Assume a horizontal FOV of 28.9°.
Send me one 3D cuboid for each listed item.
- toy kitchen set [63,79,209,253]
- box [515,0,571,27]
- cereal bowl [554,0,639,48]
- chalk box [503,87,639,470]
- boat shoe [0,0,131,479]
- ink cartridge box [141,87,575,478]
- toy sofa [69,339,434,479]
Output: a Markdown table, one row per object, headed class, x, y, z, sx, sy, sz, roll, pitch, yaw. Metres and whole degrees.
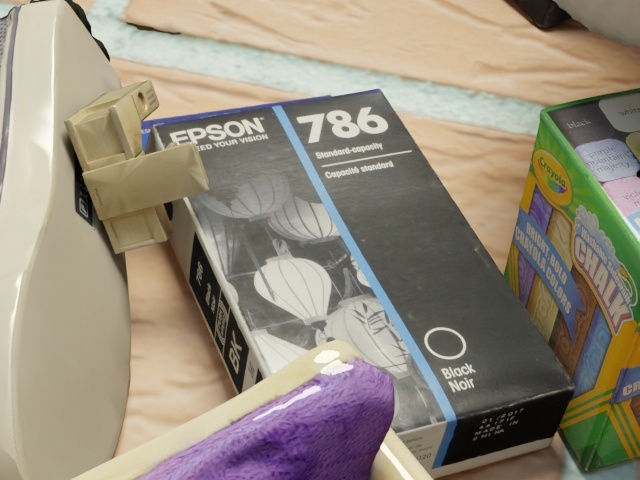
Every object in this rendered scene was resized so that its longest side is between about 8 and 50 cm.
| class | x | y | z | sx | sy | sz | roll | pitch | yaw |
| --- | --- | --- | --- | --- | --- | --- | --- | --- | --- |
| toy kitchen set | -0.095 | -0.049 | 0.734 | 0.068 | 0.083 | 0.075 | -14 | 17 | 13 |
| box | 0.199 | -0.520 | 0.960 | 0.297 | 0.472 | 0.480 | -23 | 59 | -23 |
| cereal bowl | 0.275 | -0.192 | 0.671 | 0.339 | 0.141 | 0.339 | -20 | 24 | 9 |
| chalk box | 0.193 | 0.001 | 0.675 | 0.132 | 0.213 | 0.132 | -12 | 49 | -14 |
| boat shoe | -0.205 | 0.013 | 0.719 | 0.158 | 0.127 | 0.340 | -14 | 51 | 14 |
| ink cartridge box | 0.000 | 0.000 | 0.759 | 0.165 | 0.065 | 0.333 | -12 | 48 | -21 |
| toy sofa | -0.087 | 0.202 | 0.489 | 0.362 | 0.177 | 0.150 | -23 | 52 | -25 |
